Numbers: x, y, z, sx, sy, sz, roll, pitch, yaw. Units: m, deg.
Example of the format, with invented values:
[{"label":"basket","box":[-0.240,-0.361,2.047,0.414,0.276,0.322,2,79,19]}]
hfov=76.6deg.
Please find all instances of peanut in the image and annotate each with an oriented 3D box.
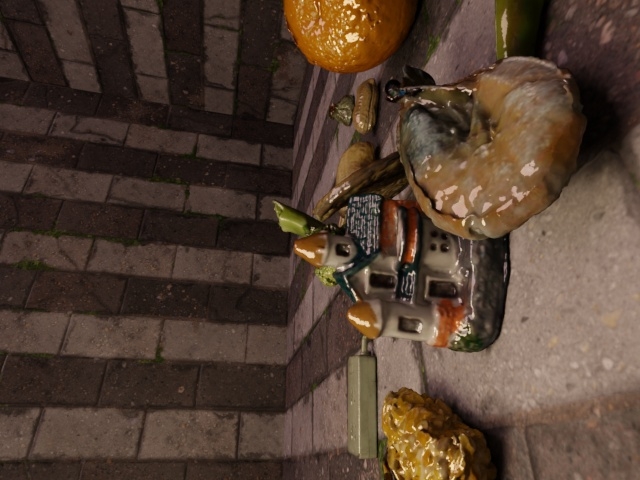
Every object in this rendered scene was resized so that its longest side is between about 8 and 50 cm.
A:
[{"label":"peanut","box":[0.138,-0.409,1.236,0.080,0.080,0.175,166,113,-78]},{"label":"peanut","box":[0.108,-0.169,1.152,0.137,0.122,0.253,-31,46,44]}]

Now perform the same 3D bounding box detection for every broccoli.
[{"label":"broccoli","box":[0.017,0.026,1.046,0.254,0.301,0.186,-136,58,-72]}]

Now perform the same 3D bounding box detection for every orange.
[{"label":"orange","box":[0.080,-0.603,1.013,0.293,0.340,0.341,-47,-11,-33]}]

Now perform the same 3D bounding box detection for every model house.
[{"label":"model house","box":[0.107,0.029,0.646,0.190,0.300,0.272,172,103,-85]}]

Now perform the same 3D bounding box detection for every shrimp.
[{"label":"shrimp","box":[0.188,-0.171,0.573,0.221,0.109,0.446,-55,27,25]}]

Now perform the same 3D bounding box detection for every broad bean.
[{"label":"broad bean","box":[0.276,-0.320,0.549,0.075,0.067,0.326,5,96,50]}]

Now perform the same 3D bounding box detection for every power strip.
[{"label":"power strip","box":[0.106,0.386,1.026,0.093,0.053,0.288,124,149,-67]}]

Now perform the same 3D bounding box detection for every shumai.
[{"label":"shumai","box":[0.076,-0.499,1.543,0.099,0.087,0.124,114,160,-59]}]

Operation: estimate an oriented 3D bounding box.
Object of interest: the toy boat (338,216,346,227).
[{"label":"toy boat","box":[0.087,-0.058,1.339,0.077,0.057,0.201,-107,24,-73]}]

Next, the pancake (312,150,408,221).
[{"label":"pancake","box":[0.103,-0.102,0.809,0.033,0.288,0.286,61,153,9]}]

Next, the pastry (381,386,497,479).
[{"label":"pastry","box":[0.168,0.329,0.632,0.250,0.102,0.155,171,104,-76]}]
